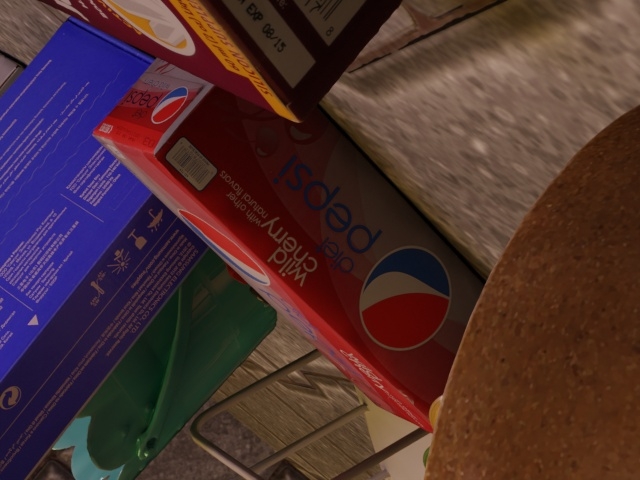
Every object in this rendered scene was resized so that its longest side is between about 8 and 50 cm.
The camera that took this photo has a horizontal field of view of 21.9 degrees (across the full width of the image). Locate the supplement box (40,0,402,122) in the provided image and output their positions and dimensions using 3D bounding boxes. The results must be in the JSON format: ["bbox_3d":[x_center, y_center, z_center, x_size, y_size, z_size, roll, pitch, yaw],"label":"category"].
[{"bbox_3d":[-0.065,-0.129,0.621,0.188,0.081,0.104,29,165,44],"label":"supplement box"}]

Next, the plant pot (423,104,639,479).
[{"bbox_3d":[0.189,0.083,0.346,0.254,0.237,0.237,5,146,48],"label":"plant pot"}]

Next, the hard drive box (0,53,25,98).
[{"bbox_3d":[-0.307,-0.108,1.480,0.232,0.089,0.181,29,166,42],"label":"hard drive box"}]

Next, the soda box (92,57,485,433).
[{"bbox_3d":[0.000,0.000,0.926,0.263,0.083,0.092,45,167,-28],"label":"soda box"}]

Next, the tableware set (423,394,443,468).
[{"bbox_3d":[0.113,0.095,0.906,0.104,0.024,0.154,17,133,4],"label":"tableware set"}]

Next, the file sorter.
[{"bbox_3d":[0.045,0.234,1.240,0.193,0.173,0.278,23,136,57],"label":"file sorter"}]

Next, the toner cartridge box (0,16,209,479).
[{"bbox_3d":[-0.198,0.036,1.021,0.165,0.348,0.075,30,168,39],"label":"toner cartridge box"}]

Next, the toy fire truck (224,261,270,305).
[{"bbox_3d":[-0.020,0.009,1.083,0.192,0.047,0.135,31,-171,-17],"label":"toy fire truck"}]

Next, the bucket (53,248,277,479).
[{"bbox_3d":[-0.178,0.034,1.236,0.281,0.183,0.281,43,162,17],"label":"bucket"}]
